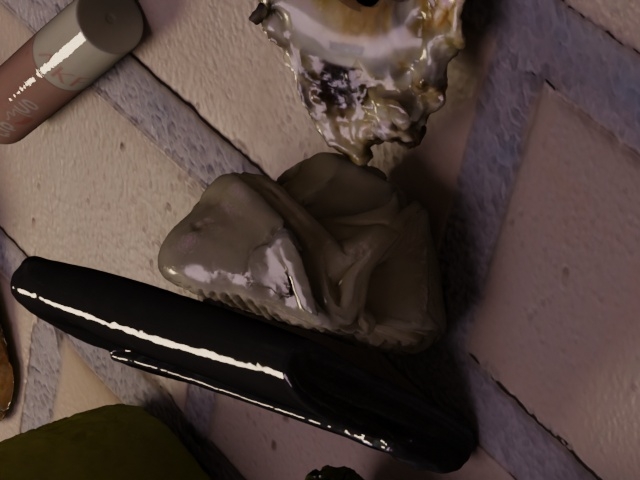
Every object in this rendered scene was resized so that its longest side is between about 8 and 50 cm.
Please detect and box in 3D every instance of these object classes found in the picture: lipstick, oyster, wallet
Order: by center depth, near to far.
[{"bbox_3d":[0.042,-0.232,1.434,0.201,0.107,0.355,24,116,19],"label":"oyster"},{"bbox_3d":[-0.077,0.104,1.669,0.406,0.228,0.062,14,76,49],"label":"wallet"},{"bbox_3d":[-0.254,-0.163,1.848,0.254,0.070,0.070,-28,85,54],"label":"lipstick"}]

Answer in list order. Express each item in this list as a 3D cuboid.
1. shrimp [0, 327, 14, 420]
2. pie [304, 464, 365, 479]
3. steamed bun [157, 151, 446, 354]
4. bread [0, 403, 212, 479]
[{"bbox_3d":[-0.395,0.108,2.178,0.145,0.061,0.267,33,127,22],"label":"shrimp"},{"bbox_3d":[0.021,0.329,1.636,0.078,0.277,0.277,-4,110,8],"label":"pie"},{"bbox_3d":[-0.001,0.000,1.525,0.218,0.211,0.144,16,87,20],"label":"steamed bun"},{"bbox_3d":[-0.243,0.348,1.902,0.348,0.307,0.348,19,119,39],"label":"bread"}]
